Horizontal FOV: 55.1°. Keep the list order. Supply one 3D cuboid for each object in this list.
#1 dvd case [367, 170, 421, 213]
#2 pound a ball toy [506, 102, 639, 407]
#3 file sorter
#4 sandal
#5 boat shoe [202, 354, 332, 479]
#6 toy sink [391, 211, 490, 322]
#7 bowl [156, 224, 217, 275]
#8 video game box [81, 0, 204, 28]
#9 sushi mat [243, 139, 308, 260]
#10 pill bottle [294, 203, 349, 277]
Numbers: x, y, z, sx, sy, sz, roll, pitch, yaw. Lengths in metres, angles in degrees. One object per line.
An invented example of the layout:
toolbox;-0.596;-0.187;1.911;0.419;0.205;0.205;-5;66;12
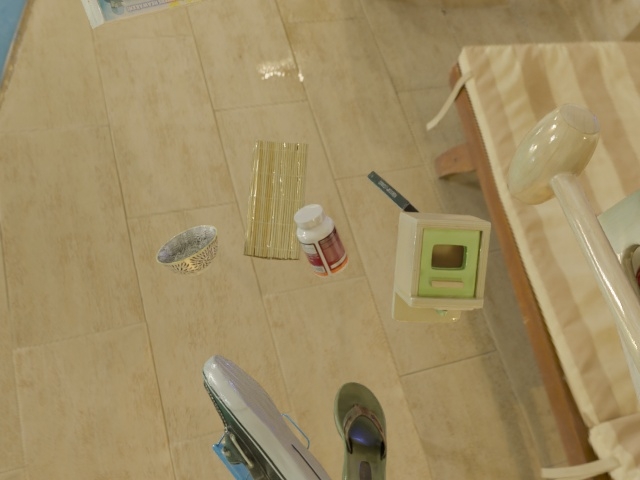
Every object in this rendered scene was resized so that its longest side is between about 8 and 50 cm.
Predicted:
dvd case;0.216;-0.072;1.479;0.179;0.238;0.029;39;98;-28
pound a ball toy;0.246;0.078;0.420;0.208;0.135;0.319;1;65;-16
file sorter;-0.125;0.454;1.355;0.118;0.170;0.104;37;101;36
sandal;0.100;0.436;1.360;0.120;0.086;0.302;3;38;-7
boat shoe;-0.121;0.359;1.090;0.119;0.121;0.335;-43;73;8
toy sink;0.238;0.067;1.227;0.153;0.131;0.234;3;100;-9
bowl;-0.330;0.040;1.586;0.170;0.170;0.080;-36;121;-25
video game box;-0.260;-0.413;0.858;0.205;0.048;0.187;-33;111;-39
sushi mat;-0.116;-0.106;1.604;0.152;0.019;0.316;3;82;5
pill bottle;0.000;0.000;1.329;0.086;0.152;0.086;-16;34;11
